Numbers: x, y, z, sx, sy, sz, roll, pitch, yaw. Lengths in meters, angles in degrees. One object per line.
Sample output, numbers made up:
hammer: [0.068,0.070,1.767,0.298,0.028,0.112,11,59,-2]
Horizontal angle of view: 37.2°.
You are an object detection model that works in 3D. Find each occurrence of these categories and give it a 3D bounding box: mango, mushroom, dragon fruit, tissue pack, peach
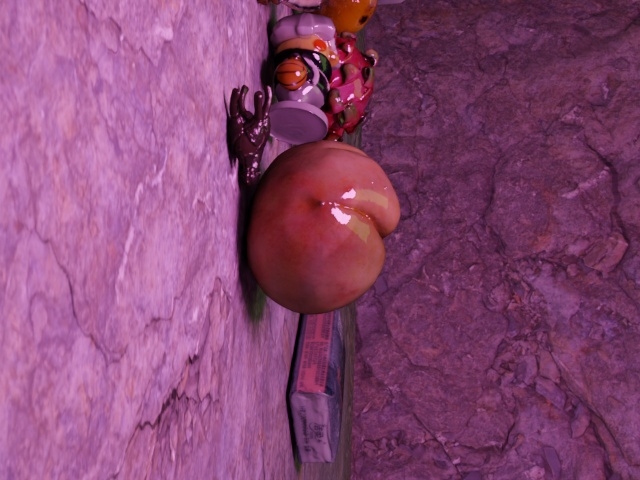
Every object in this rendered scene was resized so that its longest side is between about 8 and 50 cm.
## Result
mango: [0.023,-0.589,2.020,0.146,0.193,0.316,-5,77,-54]
mushroom: [-0.053,-0.438,1.703,0.187,0.061,0.060,-2,97,-63]
dragon fruit: [0.011,-0.299,1.960,0.218,0.198,0.272,45,-64,58]
tissue pack: [-0.001,0.311,2.135,0.315,0.103,0.228,-82,168,-54]
peach: [-0.004,-0.026,1.560,0.292,0.247,0.292,20,90,-75]

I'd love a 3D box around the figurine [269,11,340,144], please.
figurine: [-0.035,-0.313,1.747,0.176,0.133,0.236,82,14,-60]

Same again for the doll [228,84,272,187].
doll: [-0.108,-0.160,1.469,0.139,0.057,0.165,-76,170,-73]

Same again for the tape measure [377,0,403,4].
tape measure: [0.113,-0.734,2.412,0.138,0.262,0.259,-92,179,-63]
